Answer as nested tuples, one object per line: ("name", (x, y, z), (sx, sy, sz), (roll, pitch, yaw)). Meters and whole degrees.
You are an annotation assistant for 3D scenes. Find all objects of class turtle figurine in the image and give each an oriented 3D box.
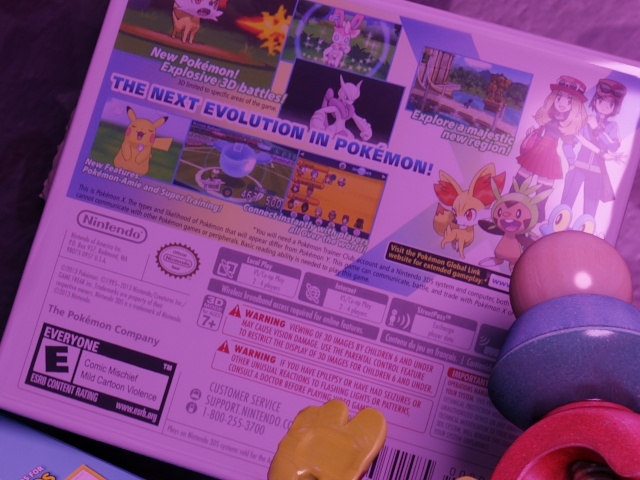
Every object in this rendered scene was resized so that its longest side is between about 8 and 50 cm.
("turtle figurine", (0.026, 0.168, 0.595), (0.087, 0.217, 0.269), (-33, 52, -20))

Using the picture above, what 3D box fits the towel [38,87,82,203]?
("towel", (-0.054, -0.122, 0.845), (0.187, 0.049, 0.282), (20, 85, 20))

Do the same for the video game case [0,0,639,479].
("video game case", (0.000, 0.000, 0.766), (0.329, 0.036, 0.300), (16, 86, 8))

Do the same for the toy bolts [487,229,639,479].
("toy bolts", (0.143, 0.106, 0.662), (0.218, 0.228, 0.158), (-22, 46, 28))

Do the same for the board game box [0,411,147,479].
("board game box", (-0.158, 0.234, 0.697), (0.336, 0.079, 0.254), (20, 40, 20))
